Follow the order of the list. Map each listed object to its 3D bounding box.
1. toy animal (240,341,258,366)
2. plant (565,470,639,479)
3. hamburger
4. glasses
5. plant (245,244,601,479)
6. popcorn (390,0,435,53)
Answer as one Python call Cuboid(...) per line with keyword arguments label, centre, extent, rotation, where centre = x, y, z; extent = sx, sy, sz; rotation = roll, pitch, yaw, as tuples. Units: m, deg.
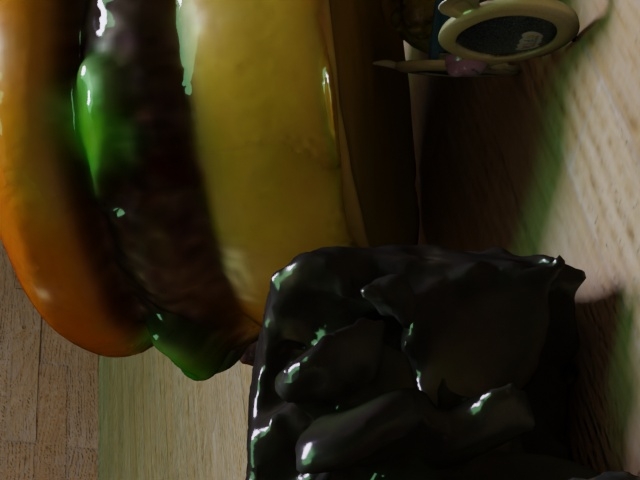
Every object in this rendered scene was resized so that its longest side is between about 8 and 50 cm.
Cuboid(label="toy animal", centre=(0.000, 0.000, 1.456), extent=(0.157, 0.097, 0.312), rotation=(141, 138, -57))
Cuboid(label="plant", centre=(0.113, 0.216, 0.636), extent=(0.142, 0.164, 0.256), rotation=(117, 172, -48))
Cuboid(label="hamburger", centre=(-0.093, -0.117, 1.185), extent=(0.396, 0.277, 0.396), rotation=(-6, -90, -81))
Cuboid(label="glasses", centre=(0.132, -0.196, 1.059), extent=(0.221, 0.088, 0.189), rotation=(-65, 8, -11))
Cuboid(label="plant", centre=(0.048, 0.093, 0.903), extent=(0.276, 0.199, 0.188), rotation=(-124, 38, -81))
Cuboid(label="popcorn", centre=(0.080, -0.164, 1.219), extent=(0.083, 0.059, 0.068), rotation=(-57, -53, -72))
